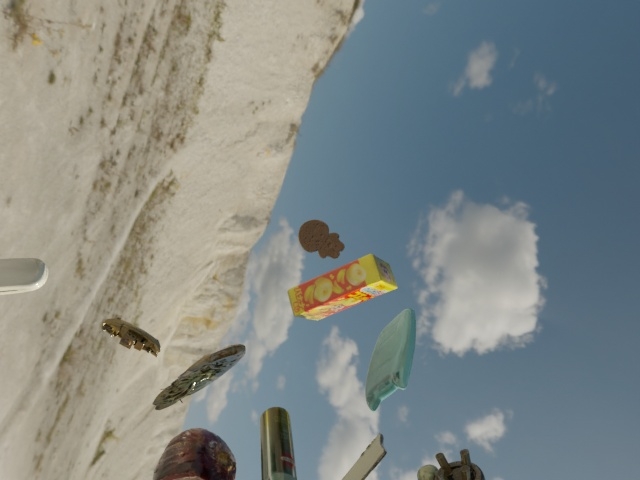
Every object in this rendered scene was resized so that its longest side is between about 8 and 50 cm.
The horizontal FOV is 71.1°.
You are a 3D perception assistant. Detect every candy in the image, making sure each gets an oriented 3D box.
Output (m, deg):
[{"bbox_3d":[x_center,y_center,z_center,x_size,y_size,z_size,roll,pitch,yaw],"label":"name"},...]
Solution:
[{"bbox_3d":[0.061,0.137,1.263,0.276,0.146,0.088,-25,-115,19],"label":"candy"}]

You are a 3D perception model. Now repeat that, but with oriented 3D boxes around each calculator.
[{"bbox_3d":[0.254,0.402,1.603,0.256,0.055,0.386,-54,-174,37],"label":"calculator"}]

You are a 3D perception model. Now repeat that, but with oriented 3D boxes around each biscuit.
[{"bbox_3d":[0.000,0.000,1.608,0.124,0.175,0.026,-55,175,-7],"label":"biscuit"}]

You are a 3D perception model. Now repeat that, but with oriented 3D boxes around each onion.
[{"bbox_3d":[-0.375,0.657,1.323,0.216,0.207,0.206,-34,-159,13],"label":"onion"}]

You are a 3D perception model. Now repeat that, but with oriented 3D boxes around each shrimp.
[{"bbox_3d":[-0.313,0.332,1.080,0.296,0.169,0.058,-34,-113,6],"label":"shrimp"}]

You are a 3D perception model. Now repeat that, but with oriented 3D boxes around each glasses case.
[{"bbox_3d":[-0.590,0.067,0.817,0.041,0.164,0.063,106,-24,-57],"label":"glasses case"}]

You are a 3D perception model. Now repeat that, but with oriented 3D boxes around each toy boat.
[{"bbox_3d":[-0.629,0.326,1.496,0.064,0.206,0.072,-56,-171,19],"label":"toy boat"}]

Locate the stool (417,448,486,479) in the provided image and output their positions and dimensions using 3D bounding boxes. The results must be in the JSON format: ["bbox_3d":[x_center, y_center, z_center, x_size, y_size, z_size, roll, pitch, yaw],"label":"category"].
[{"bbox_3d":[0.321,0.599,1.119,0.217,0.125,0.121,-18,-82,48],"label":"stool"}]

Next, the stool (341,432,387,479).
[{"bbox_3d":[0.184,0.757,1.275,0.269,0.244,0.170,-50,174,-4],"label":"stool"}]

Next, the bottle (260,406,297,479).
[{"bbox_3d":[-0.101,0.525,1.064,0.286,0.082,0.082,-111,-140,-67],"label":"bottle"}]
